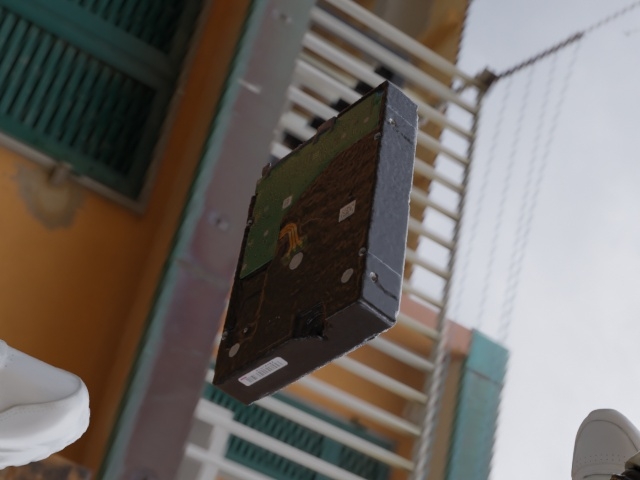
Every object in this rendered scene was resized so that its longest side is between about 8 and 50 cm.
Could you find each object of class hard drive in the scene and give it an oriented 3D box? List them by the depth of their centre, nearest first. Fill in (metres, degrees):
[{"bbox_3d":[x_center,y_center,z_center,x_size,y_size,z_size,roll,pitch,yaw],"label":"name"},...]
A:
[{"bbox_3d":[0.000,0.000,1.454,0.237,0.064,0.339,-33,-146,35],"label":"hard drive"}]

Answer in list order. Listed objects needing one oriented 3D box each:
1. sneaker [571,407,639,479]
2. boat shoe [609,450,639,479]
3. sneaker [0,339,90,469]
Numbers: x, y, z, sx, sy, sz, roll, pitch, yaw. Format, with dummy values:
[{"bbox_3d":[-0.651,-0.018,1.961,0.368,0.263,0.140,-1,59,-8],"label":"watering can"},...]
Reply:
[{"bbox_3d":[0.359,0.350,1.571,0.114,0.152,0.305,-10,-111,23],"label":"sneaker"},{"bbox_3d":[0.301,0.339,1.178,0.113,0.340,0.127,-32,-138,-14],"label":"boat shoe"},{"bbox_3d":[-0.216,0.037,0.637,0.115,0.232,0.090,-67,-161,8],"label":"sneaker"}]
